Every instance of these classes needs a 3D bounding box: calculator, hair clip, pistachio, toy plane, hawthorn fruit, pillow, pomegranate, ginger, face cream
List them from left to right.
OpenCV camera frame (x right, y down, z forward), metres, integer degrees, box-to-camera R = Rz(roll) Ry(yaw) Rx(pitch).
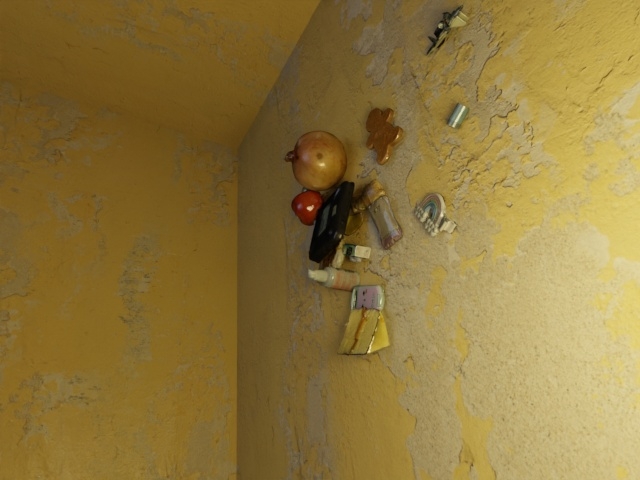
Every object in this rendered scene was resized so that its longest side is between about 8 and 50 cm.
[{"bbox_3d":[-0.046,-0.199,2.477,0.225,0.196,0.196,-41,36,5],"label":"hawthorn fruit"},{"bbox_3d":[-0.030,-0.426,2.360,0.338,0.338,0.338,-33,51,54],"label":"pomegranate"},{"bbox_3d":[0.053,0.171,2.034,0.101,0.251,0.101,-32,52,54],"label":"face cream"},{"bbox_3d":[0.163,-0.088,2.153,0.173,0.049,0.089,-43,66,45],"label":"pistachio"},{"bbox_3d":[0.207,-0.202,2.088,0.294,0.086,0.131,-9,93,66],"label":"ginger"},{"bbox_3d":[0.203,0.265,1.942,0.246,0.045,0.141,-11,69,61],"label":"calculator"},{"bbox_3d":[0.278,-0.080,1.913,0.130,0.038,0.233,-42,56,41],"label":"pillow"},{"bbox_3d":[0.432,-0.101,1.665,0.220,0.054,0.140,-112,36,-52],"label":"hair clip"},{"bbox_3d":[0.492,-0.849,1.804,0.262,0.088,0.192,-30,26,58],"label":"toy plane"}]

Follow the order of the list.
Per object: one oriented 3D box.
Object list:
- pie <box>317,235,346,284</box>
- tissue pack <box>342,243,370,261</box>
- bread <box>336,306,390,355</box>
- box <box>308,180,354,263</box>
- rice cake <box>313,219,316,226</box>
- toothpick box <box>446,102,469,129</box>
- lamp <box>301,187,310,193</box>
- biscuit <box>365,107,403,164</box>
[{"bbox_3d":[0.057,0.097,2.206,0.274,0.055,0.274,-58,17,30],"label":"pie"},{"bbox_3d":[0.164,0.059,2.053,0.111,0.085,0.079,8,88,61],"label":"tissue pack"},{"bbox_3d":[0.159,0.372,1.839,0.240,0.135,0.178,-24,77,59],"label":"bread"},{"bbox_3d":[0.054,-0.091,2.207,0.350,0.091,0.359,132,155,-57],"label":"box"},{"bbox_3d":[0.000,-0.001,2.404,0.042,0.080,0.222,-16,59,19],"label":"rice cake"},{"bbox_3d":[0.510,-0.460,1.649,0.083,0.052,0.052,-64,31,22],"label":"toothpick box"},{"bbox_3d":[-0.071,-0.246,2.633,0.091,0.091,0.163,-129,41,-56],"label":"lamp"},{"bbox_3d":[0.292,-0.510,2.086,0.216,0.047,0.340,-58,31,28],"label":"biscuit"}]
